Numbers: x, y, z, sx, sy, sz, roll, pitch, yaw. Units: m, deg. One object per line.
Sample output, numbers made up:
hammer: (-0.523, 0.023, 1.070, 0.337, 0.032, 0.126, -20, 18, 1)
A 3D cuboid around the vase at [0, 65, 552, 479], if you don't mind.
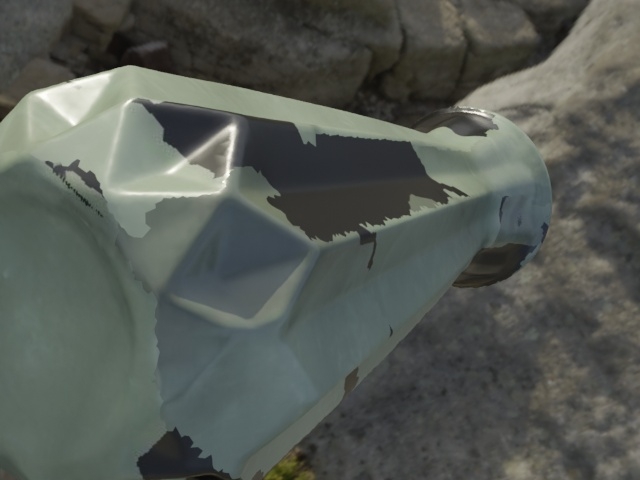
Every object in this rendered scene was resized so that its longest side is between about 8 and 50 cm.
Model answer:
vase: (0.000, 0.000, 0.476, 0.165, 0.165, 0.360, 58, 31, 10)
